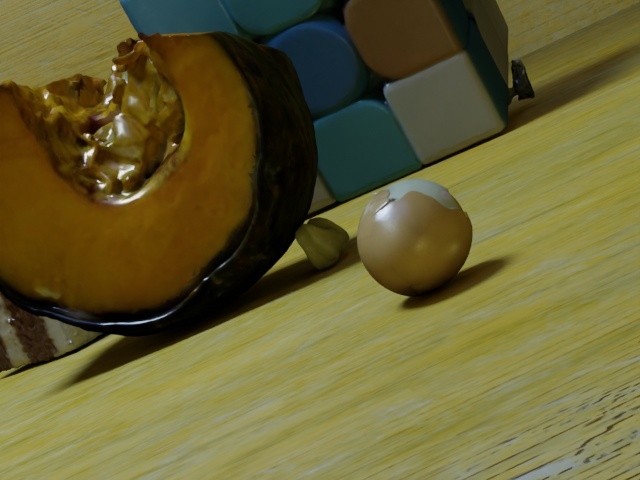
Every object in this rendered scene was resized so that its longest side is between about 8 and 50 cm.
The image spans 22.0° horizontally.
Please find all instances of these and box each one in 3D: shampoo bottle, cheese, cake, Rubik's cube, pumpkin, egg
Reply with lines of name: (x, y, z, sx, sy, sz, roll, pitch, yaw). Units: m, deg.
shampoo bottle: (0.170, -0.161, 2.085, 0.207, 0.063, 0.057, -23, 15, 11)
cheese: (0.000, 0.000, 1.394, 0.030, 0.044, 0.083, -40, 4, 15)
cake: (-0.278, 0.051, 1.698, 0.134, 0.135, 0.147, -28, 11, -40)
Rubik's cube: (0.009, -0.272, 1.990, 0.344, 0.347, 0.347, -24, 23, 17)
pumpkin: (-0.148, -0.048, 1.430, 0.303, 0.256, 0.225, -8, 7, 17)
egg: (0.057, -0.001, 1.006, 0.071, 0.071, 0.083, -24, 9, 6)
